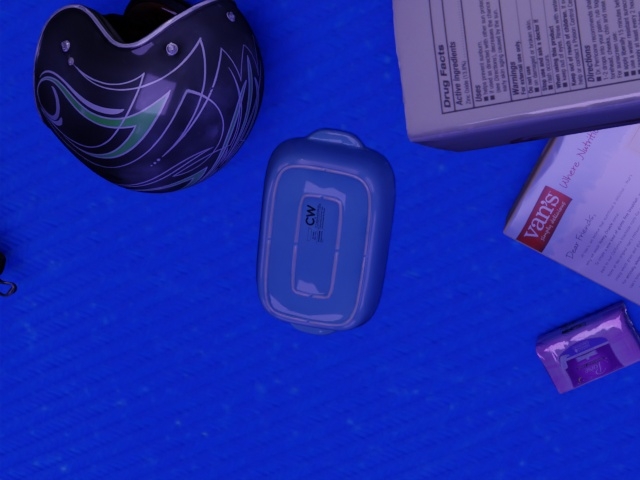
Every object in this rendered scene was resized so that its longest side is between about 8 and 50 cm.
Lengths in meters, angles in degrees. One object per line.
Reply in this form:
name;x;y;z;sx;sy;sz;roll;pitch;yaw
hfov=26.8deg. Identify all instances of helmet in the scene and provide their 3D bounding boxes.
helmet;-0.126;-0.120;1.058;0.161;0.169;0.169;23;114;21

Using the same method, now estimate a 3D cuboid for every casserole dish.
casserole dish;0.000;0.000;1.141;0.114;0.037;0.188;10;110;8

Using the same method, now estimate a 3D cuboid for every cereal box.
cereal box;0.288;-0.027;1.059;0.240;0.047;0.173;29;111;2

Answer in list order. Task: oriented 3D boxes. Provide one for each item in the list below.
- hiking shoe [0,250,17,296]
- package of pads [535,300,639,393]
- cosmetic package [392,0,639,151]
hiking shoe;-0.367;-0.084;1.170;0.132;0.113;0.304;-15;108;-5
package of pads;0.227;0.090;1.124;0.083;0.032;0.050;-27;101;20
cosmetic package;0.210;-0.158;0.948;0.296;0.129;0.153;-7;86;22
